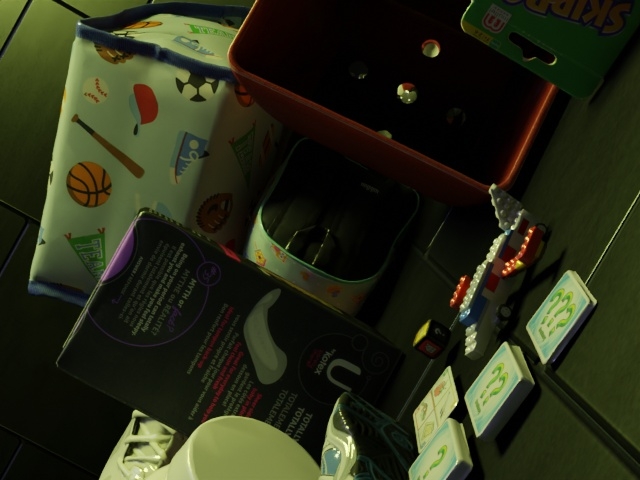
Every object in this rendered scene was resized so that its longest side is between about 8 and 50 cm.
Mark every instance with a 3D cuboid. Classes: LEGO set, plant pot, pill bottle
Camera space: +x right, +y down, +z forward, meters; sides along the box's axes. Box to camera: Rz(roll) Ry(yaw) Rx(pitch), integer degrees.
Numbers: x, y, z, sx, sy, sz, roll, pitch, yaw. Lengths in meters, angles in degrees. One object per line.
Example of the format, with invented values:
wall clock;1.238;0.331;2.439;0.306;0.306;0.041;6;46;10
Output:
LEGO set;0.102;0.067;0.947;0.182;0.060;0.244;-55;8;13
plant pot;0.092;-0.179;1.266;0.267;0.267;0.236;-62;-5;-12
pill bottle;-0.115;0.292;1.152;0.283;0.160;0.160;-57;8;30

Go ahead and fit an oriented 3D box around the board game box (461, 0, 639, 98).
board game box;0.225;-0.246;1.035;0.259;0.124;0.039;-58;6;18

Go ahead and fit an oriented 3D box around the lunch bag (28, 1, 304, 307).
lunch bag;-0.149;-0.104;1.593;0.385;0.239;0.327;-50;-22;-71

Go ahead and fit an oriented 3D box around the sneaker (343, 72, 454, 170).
sneaker;0.044;-0.137;1.641;0.276;0.098;0.135;25;107;48

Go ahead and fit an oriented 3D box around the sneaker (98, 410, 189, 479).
sneaker;-0.219;0.210;1.727;0.447;0.169;0.257;-62;-33;-21

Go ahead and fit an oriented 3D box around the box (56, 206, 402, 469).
box;-0.086;0.101;1.252;0.165;0.270;0.143;-61;7;-1

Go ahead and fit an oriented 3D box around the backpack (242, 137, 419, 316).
backpack;0.000;0.000;1.471;0.144;0.166;0.188;-58;3;38

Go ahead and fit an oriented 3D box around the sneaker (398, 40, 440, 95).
sneaker;0.133;-0.183;1.729;0.128;0.087;0.221;-38;-18;-56

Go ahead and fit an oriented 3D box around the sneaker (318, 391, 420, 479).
sneaker;0.024;0.178;0.953;0.081;0.080;0.211;-55;7;18
